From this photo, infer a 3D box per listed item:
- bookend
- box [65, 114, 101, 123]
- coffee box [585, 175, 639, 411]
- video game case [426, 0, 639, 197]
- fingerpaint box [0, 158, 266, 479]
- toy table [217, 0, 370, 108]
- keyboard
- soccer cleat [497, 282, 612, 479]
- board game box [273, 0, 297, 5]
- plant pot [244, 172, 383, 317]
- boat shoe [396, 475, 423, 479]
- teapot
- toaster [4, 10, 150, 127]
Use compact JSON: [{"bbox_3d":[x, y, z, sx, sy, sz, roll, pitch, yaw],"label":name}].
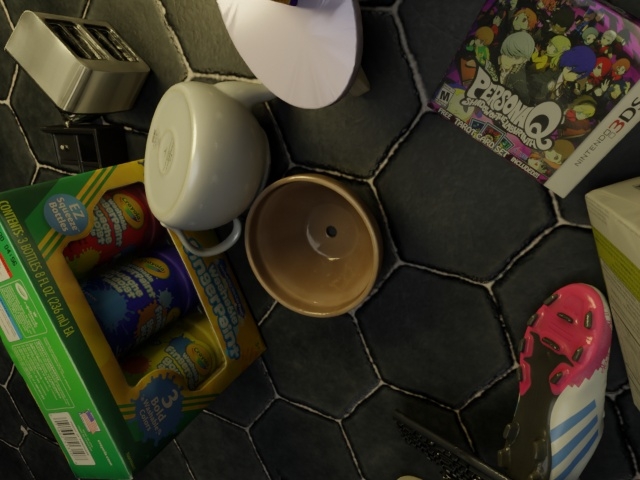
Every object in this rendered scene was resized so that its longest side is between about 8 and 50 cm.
[{"bbox_3d":[-0.482,-0.160,0.973,0.157,0.072,0.156,8,112,22],"label":"bookend"},{"bbox_3d":[-0.482,-0.284,0.940,0.062,0.052,0.083,-14,101,27],"label":"box"},{"bbox_3d":[0.502,0.091,0.433,0.337,0.338,0.335,-16,101,19],"label":"coffee box"},{"bbox_3d":[0.281,-0.198,0.590,0.232,0.042,0.210,39,136,11],"label":"video game case"},{"bbox_3d":[-0.327,0.101,0.823,0.163,0.371,0.445,-16,100,31],"label":"fingerpaint box"},{"bbox_3d":[-0.017,-0.323,0.651,0.252,0.161,0.275,-10,104,26],"label":"toy table"},{"bbox_3d":[0.260,0.398,0.769,0.317,0.033,0.202,17,147,50],"label":"keyboard"},{"bbox_3d":[0.373,0.226,0.712,0.143,0.116,0.332,9,100,-25],"label":"soccer cleat"},{"bbox_3d":[-0.065,-0.326,0.467,0.045,0.193,0.147,25,118,13],"label":"board game box"},{"bbox_3d":[0.000,0.000,0.788,0.237,0.109,0.238,8,110,22],"label":"plant pot"},{"bbox_3d":[0.271,0.571,0.868,0.324,0.116,0.097,24,121,20],"label":"boat shoe"},{"bbox_3d":[-0.170,-0.126,0.785,0.256,0.187,0.253,-25,67,47],"label":"teapot"},{"bbox_3d":[-0.422,-0.309,0.836,0.186,0.168,0.110,47,119,3],"label":"toaster"}]
